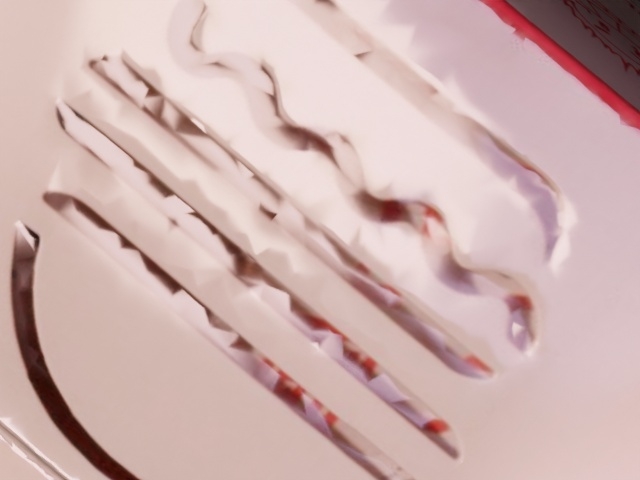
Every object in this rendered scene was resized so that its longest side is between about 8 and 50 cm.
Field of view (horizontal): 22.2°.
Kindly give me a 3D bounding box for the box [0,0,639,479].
[{"bbox_3d":[0.000,0.000,0.664,0.314,0.312,0.300,40,109,2],"label":"box"}]
